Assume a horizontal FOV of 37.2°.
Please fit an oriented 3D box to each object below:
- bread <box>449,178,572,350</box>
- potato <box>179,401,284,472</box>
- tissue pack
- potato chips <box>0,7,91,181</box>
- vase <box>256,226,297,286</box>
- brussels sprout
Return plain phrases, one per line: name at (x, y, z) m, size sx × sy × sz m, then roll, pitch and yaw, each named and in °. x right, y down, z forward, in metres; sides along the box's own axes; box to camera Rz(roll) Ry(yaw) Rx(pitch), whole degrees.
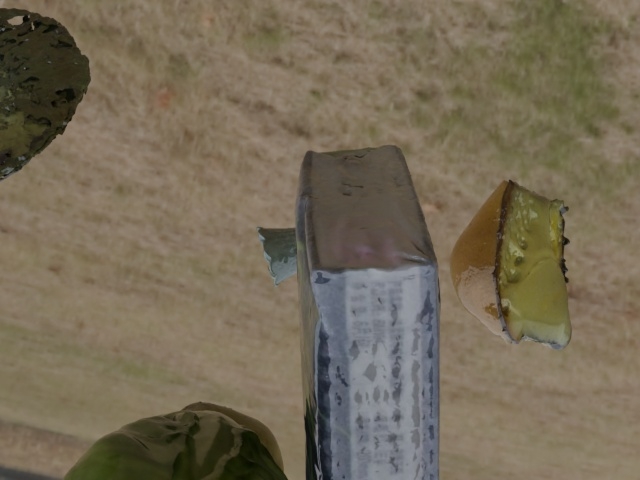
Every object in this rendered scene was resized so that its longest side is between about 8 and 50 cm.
bread at (0.300, 0.042, 1.525) m, size 0.162 × 0.262 × 0.204 m, roll -8°, pitch 162°, yaw 41°
potato at (-0.146, 0.320, 1.360) m, size 0.200 × 0.155 × 0.137 m, roll 24°, pitch -171°, yaw -41°
tissue pack at (0.042, 0.136, 0.937) m, size 0.124 × 0.394 × 0.288 m, roll -2°, pitch -155°, yaw -2°
potato chips at (-0.287, -0.107, 0.747) m, size 0.201 × 0.220 × 0.029 m, roll 4°, pitch 146°, yaw 4°
vase at (0.000, 0.000, 1.212) m, size 0.148 × 0.081 × 0.081 m, roll -17°, pitch 162°, yaw -4°
brussels sprout at (-0.115, 0.246, 0.769) m, size 0.219 × 0.271 × 0.210 m, roll 27°, pitch 119°, yaw -8°
